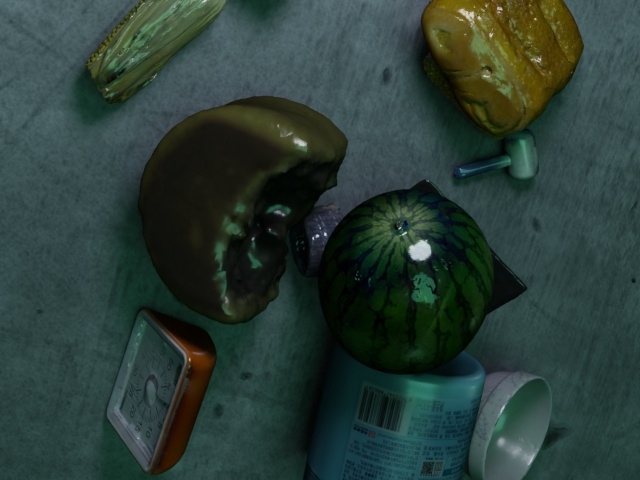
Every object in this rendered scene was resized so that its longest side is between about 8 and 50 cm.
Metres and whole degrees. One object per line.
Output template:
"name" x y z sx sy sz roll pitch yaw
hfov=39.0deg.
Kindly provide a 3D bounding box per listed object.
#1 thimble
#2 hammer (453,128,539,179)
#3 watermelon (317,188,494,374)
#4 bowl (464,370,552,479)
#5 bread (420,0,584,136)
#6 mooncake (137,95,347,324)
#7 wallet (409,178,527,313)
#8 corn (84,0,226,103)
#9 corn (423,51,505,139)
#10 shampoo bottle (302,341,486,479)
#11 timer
"thimble" 0.000 0.002 1.859 0.097 0.150 0.150 -8 107 -16
"hammer" 0.380 -0.173 1.977 0.194 0.069 0.116 -16 110 -8
"watermelon" 0.158 0.078 1.686 0.363 0.363 0.363 -5 106 -16
"bowl" 0.396 0.423 2.074 0.287 0.144 0.287 -22 121 -43
"bread" 0.375 -0.414 1.804 0.337 0.148 0.328 -48 115 -30
"mooncake" -0.125 -0.068 1.697 0.394 0.246 0.393 -21 95 20
"wallet" 0.234 0.051 1.877 0.247 0.041 0.323 -37 103 30
"corn" -0.302 -0.380 1.669 0.305 0.123 0.122 -45 115 0
"corn" 0.315 -0.314 1.901 0.260 0.091 0.091 41 91 -24
"shampoo bottle" 0.156 0.391 1.920 0.331 0.331 0.343 8 102 -19
"timer" -0.304 0.301 1.792 0.161 0.250 0.257 16 100 -21
